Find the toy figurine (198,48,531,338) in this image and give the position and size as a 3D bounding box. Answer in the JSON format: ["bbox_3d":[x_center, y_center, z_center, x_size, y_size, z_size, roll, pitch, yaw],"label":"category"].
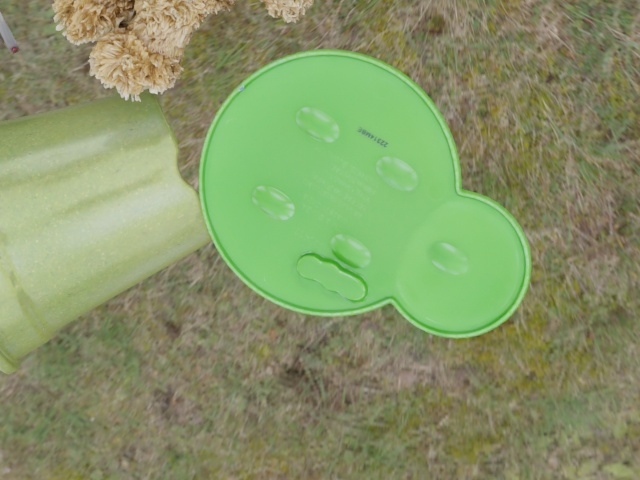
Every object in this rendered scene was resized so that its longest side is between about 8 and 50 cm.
[{"bbox_3d":[0.038,-0.026,0.565,0.173,0.159,0.130,31,104,7],"label":"toy figurine"}]

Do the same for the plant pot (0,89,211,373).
[{"bbox_3d":[-0.262,-0.034,1.087,0.254,0.276,0.276,-22,105,-8],"label":"plant pot"}]

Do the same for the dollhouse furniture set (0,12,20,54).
[{"bbox_3d":[-0.441,-0.274,1.118,0.129,0.129,0.183,-32,135,-13],"label":"dollhouse furniture set"}]

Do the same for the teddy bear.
[{"bbox_3d":[-0.111,-0.284,0.980,0.338,0.245,0.113,-27,146,9],"label":"teddy bear"}]
